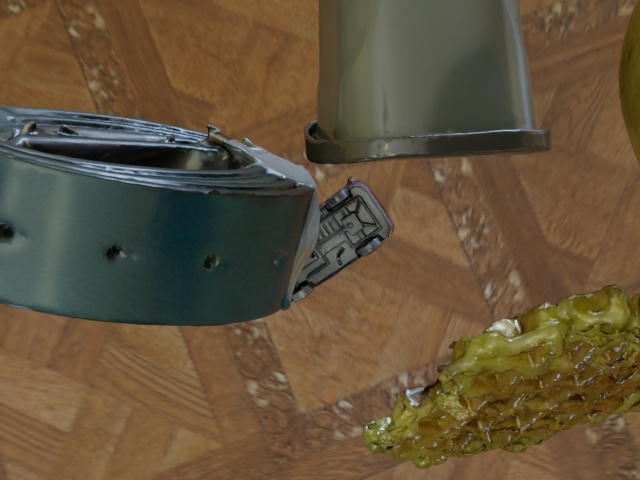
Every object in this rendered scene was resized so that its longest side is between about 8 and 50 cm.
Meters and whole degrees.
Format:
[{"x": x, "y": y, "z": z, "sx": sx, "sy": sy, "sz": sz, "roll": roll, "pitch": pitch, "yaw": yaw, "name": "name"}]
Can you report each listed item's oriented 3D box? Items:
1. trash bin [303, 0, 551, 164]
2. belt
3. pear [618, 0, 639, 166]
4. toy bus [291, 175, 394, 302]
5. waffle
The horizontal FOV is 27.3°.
[{"x": 0.093, "y": -0.200, "z": 1.264, "sx": 0.219, "sy": 0.219, "sz": 0.250, "roll": -4, "pitch": 91, "yaw": -13, "name": "trash bin"}, {"x": -0.194, "y": -0.027, "z": 1.351, "sx": 0.300, "sy": 0.436, "sz": 0.173, "roll": 29, "pitch": 113, "yaw": 43, "name": "belt"}, {"x": 0.358, "y": -0.120, "z": 0.903, "sx": 0.314, "sy": 0.314, "sz": 0.314, "roll": -1, "pitch": 81, "yaw": 4, "name": "pear"}, {"x": 0.000, "y": 0.000, "z": 1.591, "sx": 0.178, "sy": 0.098, "sz": 0.087, "roll": -34, "pitch": 94, "yaw": 12, "name": "toy bus"}, {"x": 0.166, "y": 0.115, "z": 1.045, "sx": 0.291, "sy": 0.291, "sz": 0.051, "roll": -15, "pitch": 63, "yaw": 2, "name": "waffle"}]
